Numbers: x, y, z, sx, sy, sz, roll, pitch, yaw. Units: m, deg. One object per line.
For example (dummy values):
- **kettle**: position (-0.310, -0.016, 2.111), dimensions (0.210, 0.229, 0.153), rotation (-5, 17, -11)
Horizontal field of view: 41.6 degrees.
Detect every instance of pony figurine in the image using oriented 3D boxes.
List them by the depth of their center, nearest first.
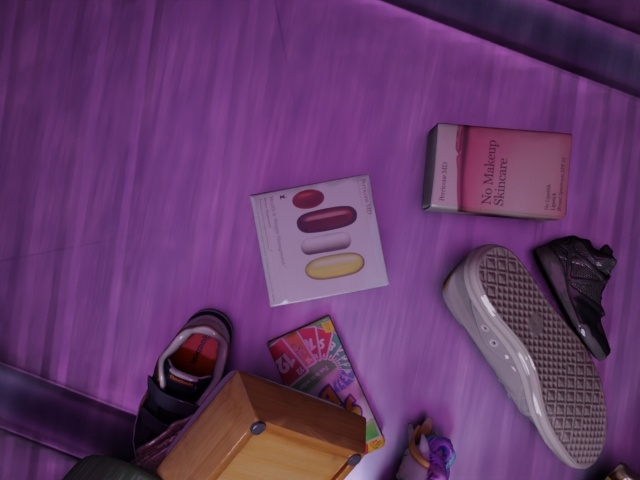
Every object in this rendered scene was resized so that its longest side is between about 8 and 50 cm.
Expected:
- **pony figurine**: position (0.139, 0.496, 1.370), dimensions (0.303, 0.351, 0.363), rotation (32, 92, -22)

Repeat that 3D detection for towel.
- **towel**: position (-0.172, 0.359, 1.452), dimensions (0.282, 0.049, 0.187), rotation (-27, 131, -5)

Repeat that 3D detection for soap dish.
- **soap dish**: position (-0.083, 0.350, 1.378), dimensions (0.291, 0.118, 0.229), rotation (28, 108, -36)

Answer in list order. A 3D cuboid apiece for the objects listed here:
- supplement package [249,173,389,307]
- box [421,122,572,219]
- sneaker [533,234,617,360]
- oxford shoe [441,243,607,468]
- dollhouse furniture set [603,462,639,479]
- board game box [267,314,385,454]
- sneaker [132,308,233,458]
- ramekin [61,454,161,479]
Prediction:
- **supplement package**: position (0.000, 0.000, 1.456), dimensions (0.203, 0.149, 0.194), rotation (-11, 90, 1)
- **box**: position (0.303, -0.117, 1.467), dimensions (0.232, 0.127, 0.148), rotation (5, 90, 0)
- **sneaker**: position (0.481, 0.092, 1.484), dimensions (0.130, 0.087, 0.227), rotation (-25, 84, 6)
- **oxford shoe**: position (0.359, 0.202, 1.473), dimensions (0.169, 0.130, 0.449), rotation (-41, 103, -32)
- **dollhouse furniture set**: position (0.561, 0.541, 1.392), dimensions (0.301, 0.151, 0.197), rotation (33, 125, 8)
- **board game box**: position (0.012, 0.277, 1.513), dimensions (0.124, 0.039, 0.259), rotation (-24, 92, 1)
- **sneaker**: position (-0.249, 0.274, 1.469), dimensions (0.126, 0.127, 0.321), rotation (19, 91, -1)
- **ramekin**: position (-0.324, 0.490, 1.383), dimensions (0.303, 0.303, 0.148), rotation (33, 52, 0)
